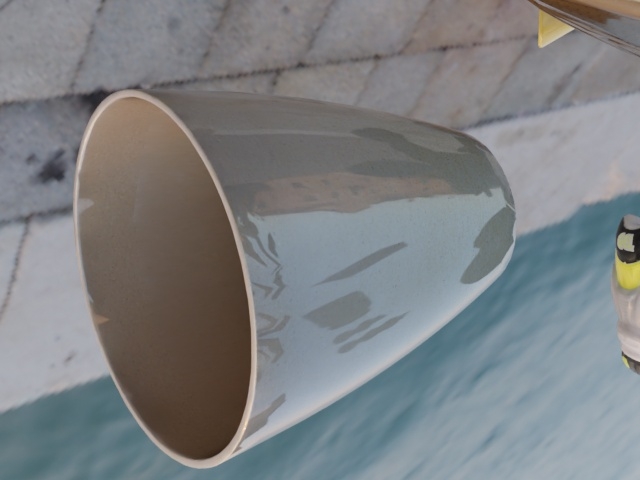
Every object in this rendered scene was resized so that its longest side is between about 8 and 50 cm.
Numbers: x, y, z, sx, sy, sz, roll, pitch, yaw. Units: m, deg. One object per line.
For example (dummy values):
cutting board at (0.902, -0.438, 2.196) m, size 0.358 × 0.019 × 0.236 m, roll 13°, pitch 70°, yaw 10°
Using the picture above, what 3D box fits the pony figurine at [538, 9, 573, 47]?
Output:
pony figurine at (0.377, -0.326, 1.055) m, size 0.303 × 0.363 × 0.351 m, roll -33°, pitch 124°, yaw -77°

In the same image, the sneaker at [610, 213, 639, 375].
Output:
sneaker at (0.426, -0.011, 1.055) m, size 0.385 × 0.145 × 0.147 m, roll -25°, pitch 111°, yaw -18°

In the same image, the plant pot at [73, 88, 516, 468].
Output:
plant pot at (0.000, 0.000, 0.881) m, size 0.274 × 0.256 × 0.256 m, roll -14°, pitch 144°, yaw -32°

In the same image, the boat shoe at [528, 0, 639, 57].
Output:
boat shoe at (0.190, -0.080, 0.309) m, size 0.109 × 0.302 × 0.098 m, roll 12°, pitch 92°, yaw -51°
